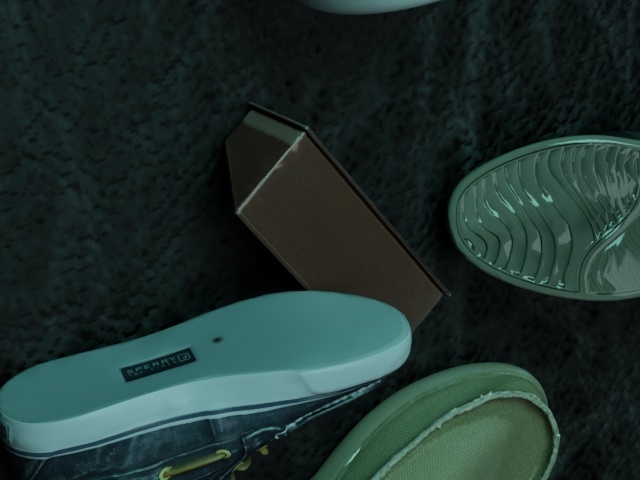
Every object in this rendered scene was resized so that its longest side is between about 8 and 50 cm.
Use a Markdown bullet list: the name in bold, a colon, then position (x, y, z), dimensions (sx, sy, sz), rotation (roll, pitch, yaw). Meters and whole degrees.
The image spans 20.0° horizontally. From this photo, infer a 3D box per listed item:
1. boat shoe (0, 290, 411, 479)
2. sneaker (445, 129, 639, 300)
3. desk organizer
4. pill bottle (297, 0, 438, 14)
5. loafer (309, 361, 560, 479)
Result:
- **boat shoe**: position (-0.047, 0.081, 0.798), dimensions (0.183, 0.065, 0.083), rotation (-13, 122, -9)
- **sneaker**: position (0.167, -0.017, 0.947), dimensions (0.222, 0.118, 0.083), rotation (-5, 93, -8)
- **desk organizer**: position (0.000, 0.000, 0.836), dimensions (0.050, 0.047, 0.130), rotation (-50, 129, -10)
- **pill bottle**: position (0.011, -0.213, 0.717), dimensions (0.124, 0.124, 0.222), rotation (-36, 125, -24)
- **loafer**: position (0.028, 0.160, 0.883), dimensions (0.268, 0.092, 0.102), rotation (-37, 125, -23)
